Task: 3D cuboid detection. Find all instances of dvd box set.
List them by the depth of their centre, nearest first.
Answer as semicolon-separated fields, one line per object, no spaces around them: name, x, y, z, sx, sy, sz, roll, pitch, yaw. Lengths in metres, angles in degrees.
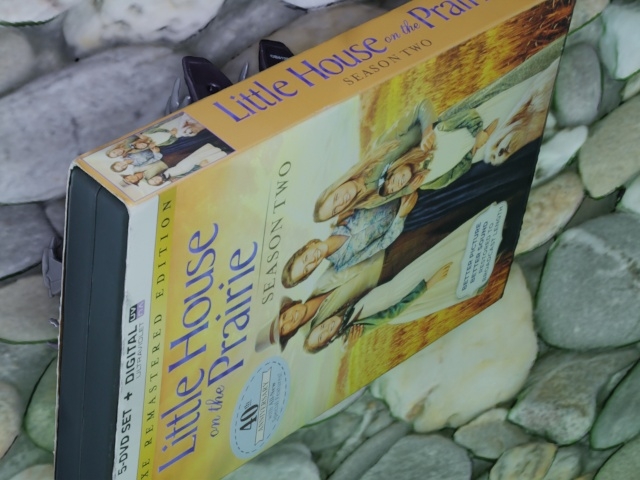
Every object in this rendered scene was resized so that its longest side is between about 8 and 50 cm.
dvd box set;0.000;0.000;1.264;0.420;0.062;0.307;-29;142;-38

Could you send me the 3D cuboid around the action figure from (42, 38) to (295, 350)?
action figure;-0.092;-0.001;1.307;0.185;0.099;0.285;-3;133;-36
